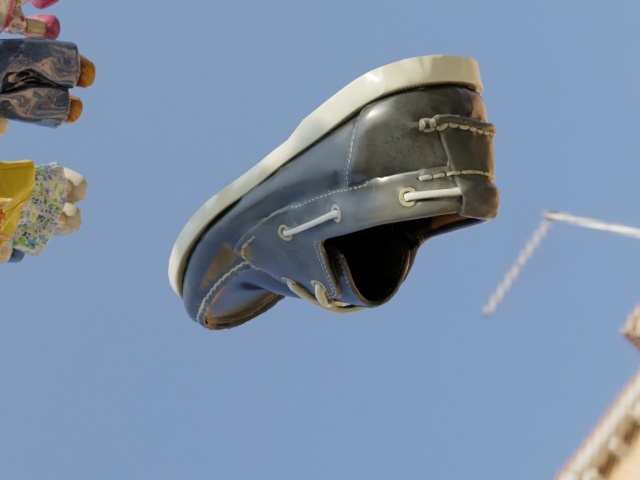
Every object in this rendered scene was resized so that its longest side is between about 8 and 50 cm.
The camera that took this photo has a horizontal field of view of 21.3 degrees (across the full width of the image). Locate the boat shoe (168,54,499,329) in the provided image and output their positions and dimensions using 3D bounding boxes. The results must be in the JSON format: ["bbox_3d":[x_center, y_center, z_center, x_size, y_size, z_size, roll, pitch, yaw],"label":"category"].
[{"bbox_3d":[0.000,0.000,0.782,0.084,0.233,0.079,-9,-107,-37],"label":"boat shoe"}]

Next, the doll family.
[{"bbox_3d":[-0.225,-0.079,1.128,0.163,0.118,0.263,-1,-78,-54],"label":"doll family"}]
